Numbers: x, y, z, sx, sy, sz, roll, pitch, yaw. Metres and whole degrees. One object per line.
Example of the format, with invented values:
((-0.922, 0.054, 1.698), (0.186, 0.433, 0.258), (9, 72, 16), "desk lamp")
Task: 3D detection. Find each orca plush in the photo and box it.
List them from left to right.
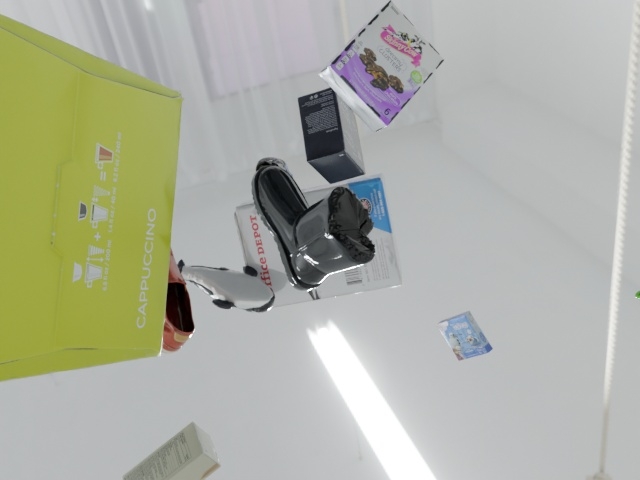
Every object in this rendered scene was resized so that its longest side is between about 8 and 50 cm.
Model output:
((-0.249, 0.143, 1.804), (0.287, 0.102, 0.151), (5, -138, 8), "orca plush")

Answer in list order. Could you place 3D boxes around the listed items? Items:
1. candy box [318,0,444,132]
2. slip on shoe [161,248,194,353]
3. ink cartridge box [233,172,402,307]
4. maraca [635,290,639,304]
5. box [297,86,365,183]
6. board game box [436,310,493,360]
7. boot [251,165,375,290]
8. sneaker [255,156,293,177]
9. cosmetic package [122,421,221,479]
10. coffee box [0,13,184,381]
((0.123, -0.346, 1.400), (0.196, 0.165, 0.070), (-50, -167, -14), "candy box")
((-0.366, 0.098, 1.671), (0.101, 0.332, 0.123), (-29, 157, 33), "slip on shoe")
((0.000, 0.000, 1.877), (0.394, 0.286, 0.166), (-10, -171, 9), "ink cartridge box")
((0.673, 0.086, 1.294), (0.127, 0.099, 0.185), (-44, -161, -28), "maraca")
((0.026, -0.230, 1.561), (0.093, 0.156, 0.158), (-14, -109, 16), "box")
((0.291, 0.194, 1.427), (0.020, 0.090, 0.090), (-30, 178, -36), "board game box")
((-0.010, -0.050, 1.195), (0.094, 0.247, 0.207), (-13, 167, -36), "boot")
((-0.121, -0.171, 1.696), (0.067, 0.078, 0.188), (-54, -155, 7), "sneaker")
((-0.186, 0.288, 0.879), (0.115, 0.041, 0.060), (-37, -142, 0), "cosmetic package")
((-0.391, -0.038, 0.782), (0.334, 0.338, 0.338), (3, 177, 24), "coffee box")
